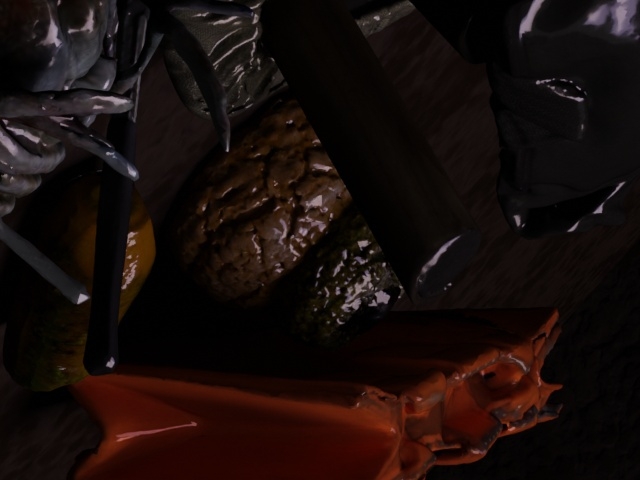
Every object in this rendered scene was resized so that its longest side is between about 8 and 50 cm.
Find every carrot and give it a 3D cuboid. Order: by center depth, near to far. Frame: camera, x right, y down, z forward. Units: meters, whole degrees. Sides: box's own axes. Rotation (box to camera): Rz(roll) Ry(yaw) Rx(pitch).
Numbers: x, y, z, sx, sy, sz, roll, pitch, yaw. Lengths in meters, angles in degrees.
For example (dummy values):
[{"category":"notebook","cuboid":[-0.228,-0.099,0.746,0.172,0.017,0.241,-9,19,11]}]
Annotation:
[{"category":"carrot","cuboid":[-0.160,0.029,1.303,0.082,0.082,0.173,-32,156,-40]}]

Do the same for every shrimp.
[{"category":"shrimp","cuboid":[-0.170,-0.048,0.975,0.410,0.166,0.221,-42,-156,39]}]

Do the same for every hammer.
[{"category":"hammer","cuboid":[-0.109,-0.045,1.054,0.103,0.029,0.246,138,-41,-65]}]

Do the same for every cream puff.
[{"category":"cream puff","cuboid":[0.000,0.000,1.479,0.183,0.169,0.183,-40,163,-15]}]

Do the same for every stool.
[{"category":"stool","cuboid":[0.090,-0.172,1.128,0.310,0.226,0.310,-34,153,-27]}]

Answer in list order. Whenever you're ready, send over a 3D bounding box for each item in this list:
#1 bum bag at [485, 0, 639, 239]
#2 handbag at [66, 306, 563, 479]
[{"category":"bum bag","cuboid":[0.144,-0.104,0.963,0.142,0.080,0.326,-34,157,-10]},{"category":"handbag","cuboid":[0.005,0.128,1.603,0.410,0.303,0.116,-13,103,-62]}]
